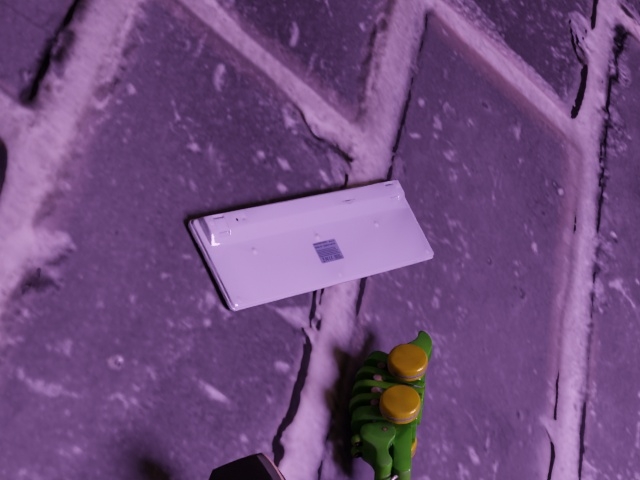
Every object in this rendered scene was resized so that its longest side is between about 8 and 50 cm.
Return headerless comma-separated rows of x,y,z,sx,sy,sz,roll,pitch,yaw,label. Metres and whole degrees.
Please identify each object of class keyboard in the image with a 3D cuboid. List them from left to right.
0.000,0.000,1.274,0.256,0.014,0.072,-13,78,-52,keyboard

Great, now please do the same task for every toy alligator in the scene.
0.043,0.133,1.189,0.051,0.056,0.189,8,45,6,toy alligator

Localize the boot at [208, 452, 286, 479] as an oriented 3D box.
0.005,0.222,1.065,0.137,0.077,0.197,-10,84,-56,boot
